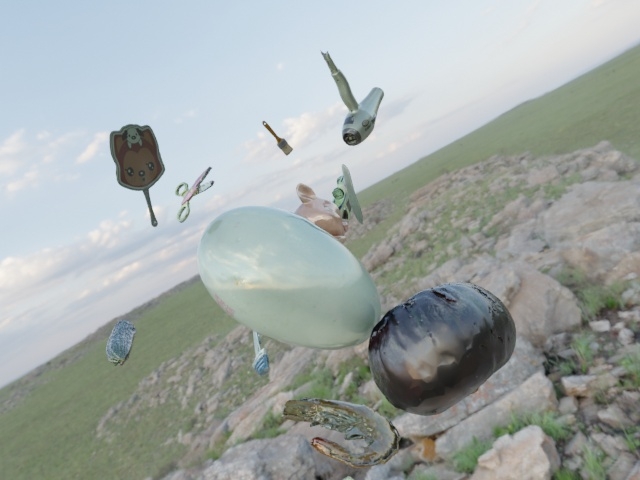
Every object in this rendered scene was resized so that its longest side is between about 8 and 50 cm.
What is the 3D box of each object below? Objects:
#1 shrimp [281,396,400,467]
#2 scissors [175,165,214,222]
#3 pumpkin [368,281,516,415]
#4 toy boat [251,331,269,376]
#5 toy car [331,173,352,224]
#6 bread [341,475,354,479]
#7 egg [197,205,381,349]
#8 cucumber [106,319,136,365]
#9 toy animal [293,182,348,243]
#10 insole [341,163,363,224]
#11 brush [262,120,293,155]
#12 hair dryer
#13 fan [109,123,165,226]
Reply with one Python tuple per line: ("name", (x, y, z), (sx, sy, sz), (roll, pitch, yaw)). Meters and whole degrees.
("shrimp", (0.040, 0.397, 0.934), (0.253, 0.058, 0.173), (9, 21, -1))
("scissors", (-0.370, -0.143, 1.320), (0.187, 0.134, 0.020), (-32, -31, 32))
("pumpkin", (0.187, 0.165, 0.704), (0.233, 0.163, 0.233), (-27, -23, -13))
("toy boat", (-0.152, 0.252, 1.058), (0.034, 0.105, 0.149), (-7, 35, -26))
("toy car", (0.061, -0.096, 1.400), (0.090, 0.076, 0.224), (-68, -5, -54))
("bread", (0.102, 1.033, 1.797), (0.156, 0.110, 0.103), (-44, 40, -12))
("egg", (-0.059, 0.071, 0.845), (0.230, 0.370, 0.230), (-59, -12, -20))
("cucumber", (-0.616, 0.318, 1.392), (0.077, 0.077, 0.265), (-29, 15, -10))
("toy animal", (-0.008, 0.005, 1.099), (0.153, 0.250, 0.166), (5, -37, -13))
("insole", (0.072, -0.102, 1.020), (0.002, 0.153, 0.053), (-27, 34, -14))
("brush", (-0.179, -0.422, 1.851), (0.043, 0.170, 0.014), (-45, 17, -9))
("hair dryer", (0.106, -0.426, 1.276), (0.092, 0.267, 0.229), (1, 30, 36))
("fan", (-0.373, -0.132, 0.949), (0.009, 0.220, 0.132), (3, 23, 26))
